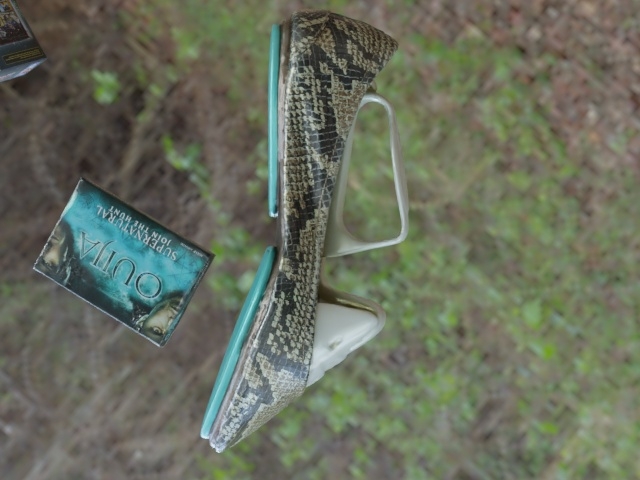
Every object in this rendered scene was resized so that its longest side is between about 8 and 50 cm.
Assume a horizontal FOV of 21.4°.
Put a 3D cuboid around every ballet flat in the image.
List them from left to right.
[{"bbox_3d":[0.000,0.000,1.797,0.182,0.483,0.164,10,180,-2],"label":"ballet flat"}]

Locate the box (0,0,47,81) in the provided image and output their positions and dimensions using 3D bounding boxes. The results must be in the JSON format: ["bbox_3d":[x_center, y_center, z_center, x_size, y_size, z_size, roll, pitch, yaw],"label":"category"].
[{"bbox_3d":[-0.415,-0.237,1.835,0.159,0.044,0.233,62,-148,0],"label":"box"}]

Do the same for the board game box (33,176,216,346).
[{"bbox_3d":[-0.231,0.025,1.988,0.186,0.126,0.026,30,-174,13],"label":"board game box"}]
